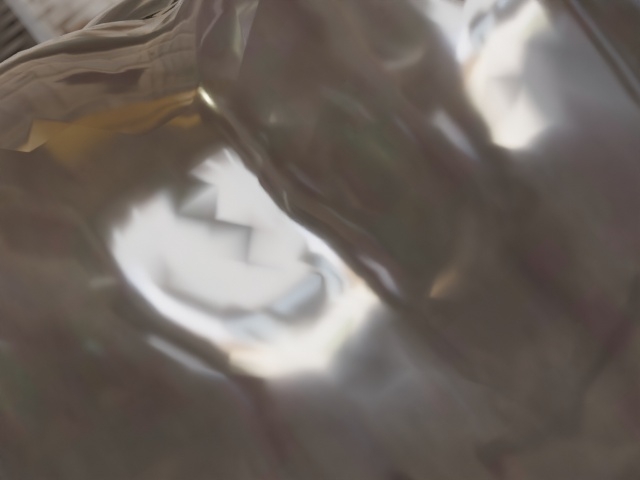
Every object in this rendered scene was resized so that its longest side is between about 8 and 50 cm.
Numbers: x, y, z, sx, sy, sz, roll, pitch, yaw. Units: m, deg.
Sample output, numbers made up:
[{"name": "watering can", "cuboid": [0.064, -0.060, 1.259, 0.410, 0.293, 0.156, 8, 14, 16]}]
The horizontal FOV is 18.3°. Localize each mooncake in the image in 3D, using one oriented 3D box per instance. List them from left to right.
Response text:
[{"name": "mooncake", "cuboid": [0.000, 0.000, 0.454, 0.306, 0.154, 0.306, -40, 7, 6]}]
